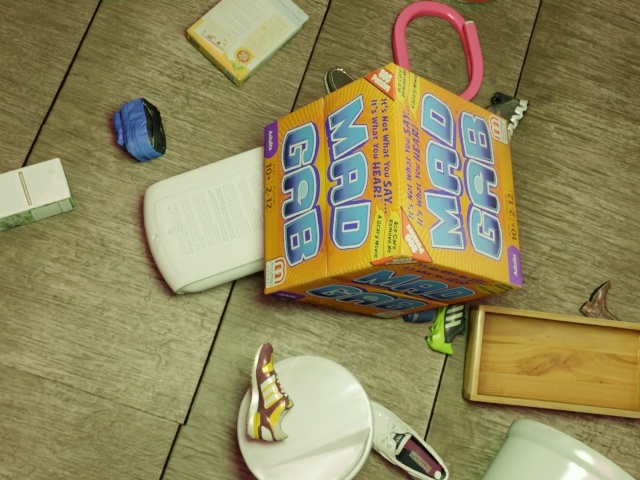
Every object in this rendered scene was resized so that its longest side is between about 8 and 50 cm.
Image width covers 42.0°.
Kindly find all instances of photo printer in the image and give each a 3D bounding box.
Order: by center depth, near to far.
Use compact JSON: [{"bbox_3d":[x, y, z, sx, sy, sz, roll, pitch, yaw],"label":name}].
[{"bbox_3d":[-0.213,-0.037,1.758,0.307,0.107,0.256,-20,76,-1],"label":"photo printer"}]

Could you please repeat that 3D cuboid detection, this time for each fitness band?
[{"bbox_3d":[0.280,-0.442,2.001,0.208,0.054,0.291,-5,74,-10],"label":"fitness band"}]

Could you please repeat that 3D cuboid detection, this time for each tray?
[{"bbox_3d":[0.522,0.264,1.817,0.410,0.076,0.203,7,84,-6],"label":"tray"}]

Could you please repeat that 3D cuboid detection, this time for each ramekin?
[{"bbox_3d":[-0.023,0.375,1.657,0.272,0.127,0.273,-2,69,6],"label":"ramekin"}]

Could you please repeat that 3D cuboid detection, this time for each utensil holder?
[{"bbox_3d":[0.411,0.596,1.597,0.327,0.327,0.385,37,75,2],"label":"utensil holder"}]

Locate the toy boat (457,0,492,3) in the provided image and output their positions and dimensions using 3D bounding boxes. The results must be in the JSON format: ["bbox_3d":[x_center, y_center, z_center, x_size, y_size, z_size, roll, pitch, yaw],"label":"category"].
[{"bbox_3d":[0.383,-0.706,2.039,0.150,0.151,0.231,-3,75,-10],"label":"toy boat"}]

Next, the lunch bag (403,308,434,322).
[{"bbox_3d":[0.209,0.129,1.821,0.065,0.067,0.099,3,74,-9],"label":"lunch bag"}]

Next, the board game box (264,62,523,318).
[{"bbox_3d":[0.135,-0.070,1.639,0.356,0.356,0.357,15,66,-42],"label":"board game box"}]

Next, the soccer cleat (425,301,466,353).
[{"bbox_3d":[0.293,0.163,1.835,0.072,0.060,0.179,27,78,-11],"label":"soccer cleat"}]

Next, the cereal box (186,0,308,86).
[{"bbox_3d":[-0.168,-0.495,1.946,0.173,0.047,0.240,44,72,4],"label":"cereal box"}]

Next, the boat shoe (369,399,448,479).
[{"bbox_3d":[0.159,0.411,1.725,0.258,0.084,0.095,34,72,1],"label":"boat shoe"}]

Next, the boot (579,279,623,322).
[{"bbox_3d":[0.662,0.163,1.902,0.114,0.037,0.106,43,81,5],"label":"boot"}]

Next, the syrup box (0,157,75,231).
[{"bbox_3d":[-0.641,-0.084,1.730,0.236,0.093,0.096,-18,78,-13],"label":"syrup box"}]

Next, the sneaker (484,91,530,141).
[{"bbox_3d":[0.400,-0.256,1.959,0.106,0.078,0.234,29,68,3],"label":"sneaker"}]

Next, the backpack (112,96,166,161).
[{"bbox_3d":[-0.390,-0.231,1.814,0.101,0.098,0.120,-20,77,16],"label":"backpack"}]

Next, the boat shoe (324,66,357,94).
[{"bbox_3d":[0.092,-0.315,1.926,0.081,0.069,0.228,-35,82,-16],"label":"boat shoe"}]

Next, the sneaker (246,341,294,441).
[{"bbox_3d":[-0.089,0.288,1.594,0.083,0.069,0.186,2,79,10],"label":"sneaker"}]
